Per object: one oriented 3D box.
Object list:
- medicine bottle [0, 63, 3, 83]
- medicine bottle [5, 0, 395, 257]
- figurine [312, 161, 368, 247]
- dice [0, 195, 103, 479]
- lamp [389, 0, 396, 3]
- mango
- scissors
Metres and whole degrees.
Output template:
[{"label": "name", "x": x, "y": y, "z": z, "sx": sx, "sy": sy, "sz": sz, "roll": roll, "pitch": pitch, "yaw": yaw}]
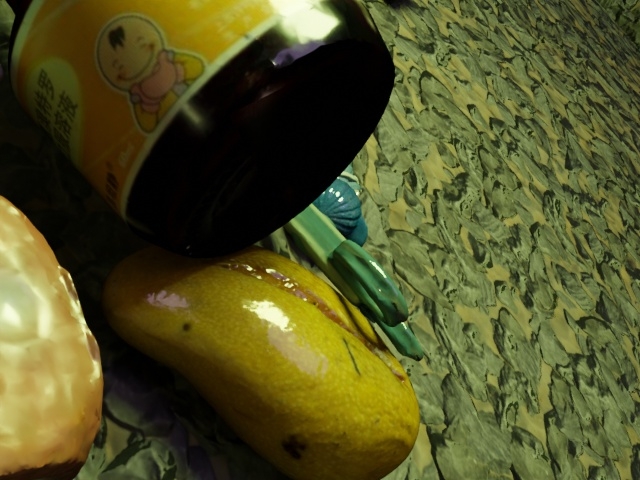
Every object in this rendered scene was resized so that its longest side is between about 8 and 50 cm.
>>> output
[{"label": "medicine bottle", "x": -0.348, "y": -0.157, "z": 0.562, "sx": 0.274, "sy": 0.133, "sz": 0.133, "roll": 44, "pitch": 34, "yaw": -15}, {"label": "medicine bottle", "x": -0.152, "y": -0.188, "z": 0.683, "sx": 0.395, "sy": 0.242, "sz": 0.242, "roll": 44, "pitch": 30, "yaw": 15}, {"label": "figurine", "x": 0.012, "y": -0.051, "z": 0.968, "sx": 0.086, "sy": 0.087, "sz": 0.149, "roll": 7, "pitch": 42, "yaw": 0}, {"label": "dice", "x": -0.230, "y": 0.074, "z": 0.457, "sx": 0.179, "sy": 0.174, "sz": 0.174, "roll": 2, "pitch": 57, "yaw": -49}, {"label": "lamp", "x": 0.087, "y": -0.514, "z": 1.461, "sx": 0.253, "sy": 0.118, "sz": 0.118, "roll": 54, "pitch": 33, "yaw": 0}, {"label": "mango", "x": -0.035, "y": 0.089, "z": 0.729, "sx": 0.295, "sy": 0.120, "sz": 0.177, "roll": 41, "pitch": 27, "yaw": -20}, {"label": "scissors", "x": 0.000, "y": 0.000, "z": 0.844, "sx": 0.289, "sy": 0.041, "sz": 0.138, "roll": 46, "pitch": -9, "yaw": 38}]
